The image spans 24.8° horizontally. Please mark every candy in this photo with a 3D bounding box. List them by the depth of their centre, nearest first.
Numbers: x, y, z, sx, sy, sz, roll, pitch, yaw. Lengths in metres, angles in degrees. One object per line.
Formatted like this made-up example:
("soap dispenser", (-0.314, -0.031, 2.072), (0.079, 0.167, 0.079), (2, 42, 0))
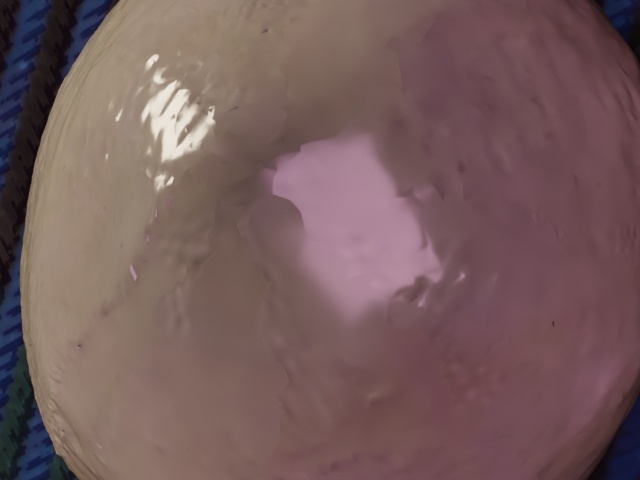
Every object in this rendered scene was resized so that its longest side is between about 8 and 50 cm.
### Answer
("candy", (0.000, 0.000, 0.568), (0.295, 0.185, 0.295), (-2, 84, 15))

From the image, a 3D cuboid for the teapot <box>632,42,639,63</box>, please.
("teapot", (0.194, -0.071, 0.591), (0.091, 0.124, 0.092), (-53, 39, -6))
